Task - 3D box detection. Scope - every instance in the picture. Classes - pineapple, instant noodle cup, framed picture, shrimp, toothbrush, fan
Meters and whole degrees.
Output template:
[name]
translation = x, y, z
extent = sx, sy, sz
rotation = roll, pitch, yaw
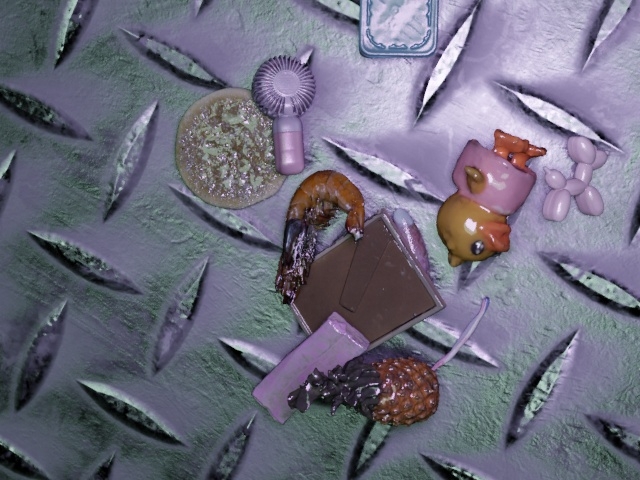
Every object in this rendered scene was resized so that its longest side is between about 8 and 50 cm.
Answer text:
[pineapple]
translation = 0.082, 0.303, 1.674
extent = 0.310, 0.170, 0.141
rotation = 6, 71, -31
[instant noodle cup]
translation = 0.156, -0.449, 1.664
extent = 0.157, 0.070, 0.179
rotation = 2, 97, 8
[framed picture]
translation = 0.072, 0.108, 1.714
extent = 0.315, 0.024, 0.232
rotation = -34, 85, 31
[shrimp]
translation = 0.000, 0.000, 1.688
extent = 0.222, 0.054, 0.290
rotation = 14, 86, 45
[toothbrush]
translation = 0.275, 0.229, 1.756
extent = 0.027, 0.021, 0.269
rotation = 32, 102, -9
[fan]
translation = -0.071, -0.253, 1.704
extent = 0.130, 0.074, 0.244
rotation = -3, 87, -12

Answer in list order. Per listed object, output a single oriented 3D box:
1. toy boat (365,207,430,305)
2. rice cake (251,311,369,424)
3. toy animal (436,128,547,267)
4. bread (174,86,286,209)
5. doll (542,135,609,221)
[toy boat]
translation = 0.145, 0.053, 1.723
extent = 0.155, 0.085, 0.228
rotation = -11, 95, 10
[rice cake]
translation = -0.027, 0.269, 1.762
extent = 0.106, 0.050, 0.298
rotation = 45, 119, 2
[toy animal]
translation = 0.317, -0.076, 1.644
extent = 0.169, 0.195, 0.281
rotation = 24, 98, 46
[bread]
translation = -0.186, -0.192, 1.768
extent = 0.266, 0.040, 0.267
rotation = 1, 98, 9
[doll]
translation = 0.500, -0.123, 1.638
extent = 0.161, 0.059, 0.160
rotation = -10, 100, -22
